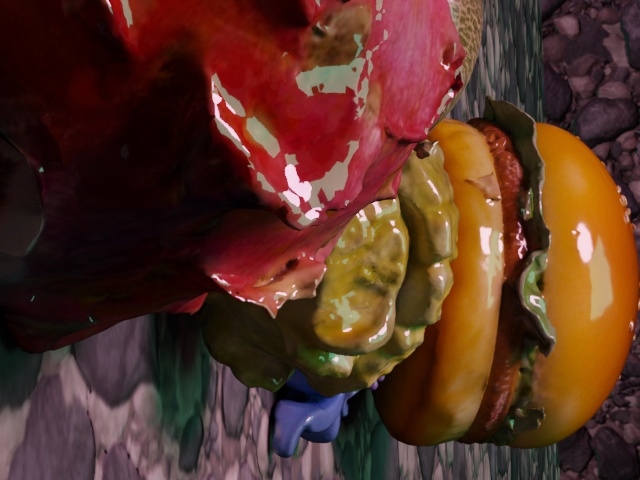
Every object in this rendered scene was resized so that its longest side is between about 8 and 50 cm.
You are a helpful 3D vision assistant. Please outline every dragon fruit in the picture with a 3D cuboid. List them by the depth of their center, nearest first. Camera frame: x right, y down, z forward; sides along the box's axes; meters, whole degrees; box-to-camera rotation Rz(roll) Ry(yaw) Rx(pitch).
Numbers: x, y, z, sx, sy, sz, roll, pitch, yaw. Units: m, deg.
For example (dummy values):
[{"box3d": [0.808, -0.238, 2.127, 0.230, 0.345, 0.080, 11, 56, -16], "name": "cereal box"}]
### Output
[{"box3d": [-0.037, -0.055, 0.609, 0.274, 0.161, 0.126, 80, 12, -45], "name": "dragon fruit"}]

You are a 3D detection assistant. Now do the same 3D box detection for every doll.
[{"box3d": [0.015, 0.057, 1.107, 0.206, 0.067, 0.110, -54, 157, -53], "name": "doll"}]

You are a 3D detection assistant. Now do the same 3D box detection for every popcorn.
[{"box3d": [0.000, 0.000, 0.853, 0.162, 0.136, 0.141, -16, 89, -69], "name": "popcorn"}]

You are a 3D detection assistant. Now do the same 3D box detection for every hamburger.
[{"box3d": [0.128, 0.028, 1.258, 0.246, 0.170, 0.246, -176, -90, -79], "name": "hamburger"}]

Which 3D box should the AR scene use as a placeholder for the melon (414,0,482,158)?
[{"box3d": [-0.008, -0.102, 0.756, 0.192, 0.139, 0.139, 56, -2, 24], "name": "melon"}]
